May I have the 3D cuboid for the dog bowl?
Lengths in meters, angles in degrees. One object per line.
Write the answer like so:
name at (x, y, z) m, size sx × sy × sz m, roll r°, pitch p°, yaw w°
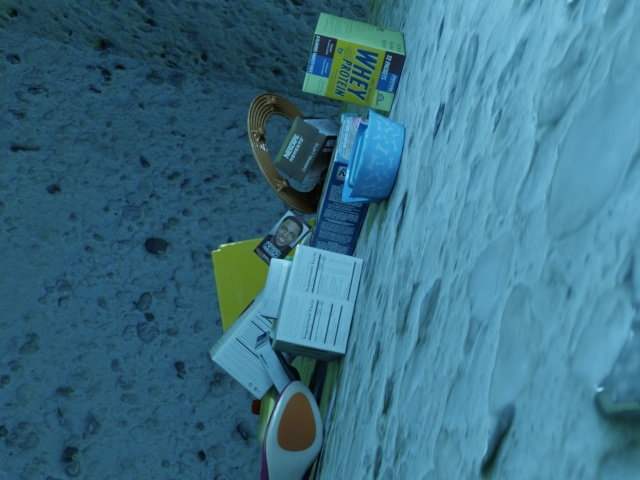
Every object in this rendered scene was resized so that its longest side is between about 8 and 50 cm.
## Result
dog bowl at (0.100, -0.151, 1.495) m, size 0.297 × 0.074 × 0.166 m, roll 149°, pitch 133°, yaw -87°

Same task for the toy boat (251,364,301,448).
toy boat at (-0.107, 0.493, 2.262) m, size 0.318 × 0.148 × 0.268 m, roll 142°, pitch 136°, yaw -74°

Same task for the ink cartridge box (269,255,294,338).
ink cartridge box at (-0.034, 0.157, 1.942) m, size 0.087 × 0.153 × 0.209 m, roll 110°, pitch 174°, yaw -85°

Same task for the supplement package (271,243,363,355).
supplement package at (-0.013, 0.145, 1.685) m, size 0.262 × 0.145 × 0.204 m, roll 113°, pitch 170°, yaw -76°

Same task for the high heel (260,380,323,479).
high heel at (-0.084, 0.490, 1.628) m, size 0.181 × 0.127 × 0.377 m, roll 137°, pitch 144°, yaw -66°

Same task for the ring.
ring at (-0.068, -0.229, 1.998) m, size 0.032 × 0.336 × 0.337 m, roll -23°, pitch 39°, yaw 31°

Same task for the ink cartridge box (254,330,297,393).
ink cartridge box at (-0.091, 0.342, 1.935) m, size 0.224 × 0.045 × 0.223 m, roll 59°, pitch 177°, yaw -1°

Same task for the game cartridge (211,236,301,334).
game cartridge at (-0.171, 0.154, 2.359) m, size 0.052 × 0.285 × 0.324 m, roll 146°, pitch 115°, yaw -82°

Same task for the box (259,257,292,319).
box at (-0.041, 0.129, 1.863) m, size 0.038 × 0.186 × 0.145 m, roll 60°, pitch -139°, yaw -74°

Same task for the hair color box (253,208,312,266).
hair color box at (-0.095, -0.004, 1.932) m, size 0.141 × 0.072 × 0.043 m, roll -48°, pitch -2°, yaw 13°

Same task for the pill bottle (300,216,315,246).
pill bottle at (0.000, 0.000, 2.299) m, size 0.208 × 0.119 × 0.119 m, roll -87°, pitch 10°, yaw -73°

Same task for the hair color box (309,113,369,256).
hair color box at (0.056, -0.106, 1.827) m, size 0.347 × 0.105 × 0.174 m, roll 106°, pitch 175°, yaw -46°

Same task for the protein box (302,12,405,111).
protein box at (0.077, -0.408, 1.765) m, size 0.200 × 0.201 × 0.136 m, roll -83°, pitch 6°, yaw -61°

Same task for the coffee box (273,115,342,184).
coffee box at (0.011, -0.224, 1.925) m, size 0.246 × 0.098 × 0.141 m, roll -10°, pitch -47°, yaw -60°

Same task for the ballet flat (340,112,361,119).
ballet flat at (0.072, -0.335, 2.658) m, size 0.083 × 0.087 × 0.247 m, roll -82°, pitch 5°, yaw -52°

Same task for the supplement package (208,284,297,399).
supplement package at (-0.145, 0.257, 2.133) m, size 0.293 × 0.175 × 0.177 m, roll -49°, pitch 8°, yaw -8°
